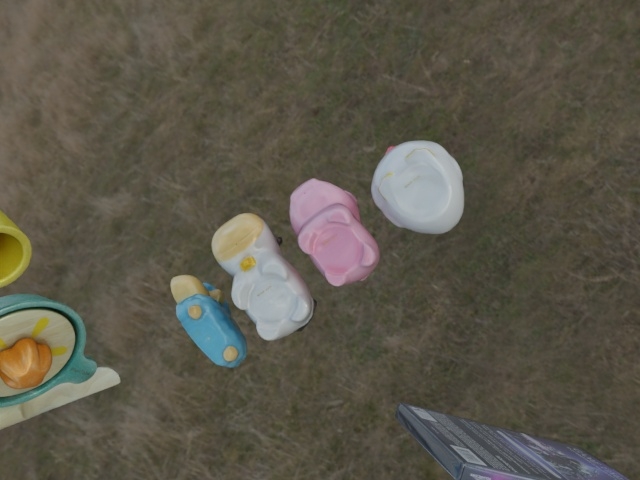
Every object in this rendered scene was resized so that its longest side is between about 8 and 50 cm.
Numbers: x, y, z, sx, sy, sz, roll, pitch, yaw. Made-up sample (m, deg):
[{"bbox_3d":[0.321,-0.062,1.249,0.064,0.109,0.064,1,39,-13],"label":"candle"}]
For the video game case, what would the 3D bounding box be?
[{"bbox_3d":[0.244,0.261,0.872,0.196,0.274,0.026,-155,83,-75],"label":"video game case"}]

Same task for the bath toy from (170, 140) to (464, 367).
[{"bbox_3d":[0.000,0.000,0.843,0.348,0.151,0.129,-32,-2,9],"label":"bath toy"}]

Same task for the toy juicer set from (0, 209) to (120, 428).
[{"bbox_3d":[-0.328,0.128,0.716,0.209,0.329,0.089,-33,52,-17],"label":"toy juicer set"}]
